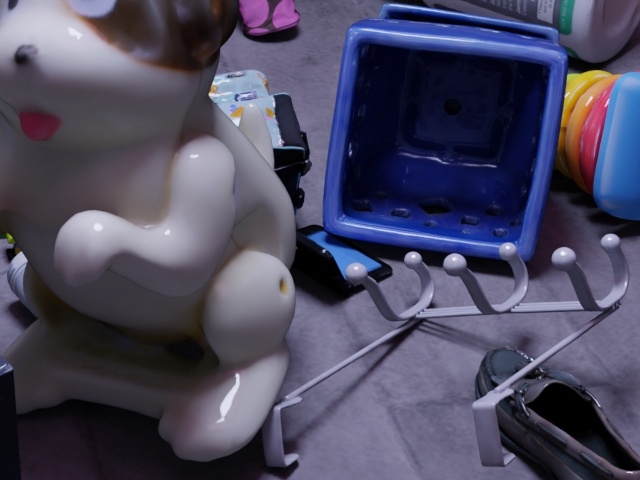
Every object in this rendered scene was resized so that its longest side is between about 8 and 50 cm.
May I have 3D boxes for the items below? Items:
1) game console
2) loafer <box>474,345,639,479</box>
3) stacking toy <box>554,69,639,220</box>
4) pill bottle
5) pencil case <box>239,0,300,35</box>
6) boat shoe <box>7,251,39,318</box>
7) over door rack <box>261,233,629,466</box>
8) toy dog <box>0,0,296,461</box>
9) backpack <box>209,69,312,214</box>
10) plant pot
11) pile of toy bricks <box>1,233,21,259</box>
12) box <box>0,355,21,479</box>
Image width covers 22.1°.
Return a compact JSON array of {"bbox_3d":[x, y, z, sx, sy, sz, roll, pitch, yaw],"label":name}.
[{"bbox_3d":[0.000,0.000,1.714,0.122,0.107,0.071,30,69,36],"label":"game console"},{"bbox_3d":[0.223,0.163,1.459,0.096,0.084,0.267,-9,34,-20],"label":"loafer"},{"bbox_3d":[0.291,-0.138,1.911,0.175,0.166,0.302,-3,18,-40],"label":"stacking toy"},{"bbox_3d":[0.254,-0.387,2.231,0.361,0.204,0.204,24,37,28],"label":"pill bottle"},{"bbox_3d":[-0.092,-0.380,2.190,0.095,0.209,0.098,-18,15,-12],"label":"pencil case"},{"bbox_3d":[-0.196,0.030,1.649,0.227,0.079,0.081,-17,50,-25],"label":"boat shoe"},{"bbox_3d":[0.115,0.081,1.486,0.239,0.108,0.324,-5,23,34],"label":"over door rack"},{"bbox_3d":[-0.149,-0.072,1.411,0.284,0.408,0.395,18,48,34],"label":"toy dog"},{"bbox_3d":[-0.121,-0.088,1.739,0.188,0.166,0.144,-14,65,-15],"label":"backpack"},{"bbox_3d":[0.141,-0.131,1.788,0.236,0.236,0.212,9,22,7],"label":"plant pot"},{"bbox_3d":[-0.323,-0.052,1.727,0.212,0.105,0.118,-8,34,-18],"label":"pile of toy bricks"},{"bbox_3d":[-0.319,0.182,1.255,0.108,0.207,0.153,29,40,34],"label":"box"}]
